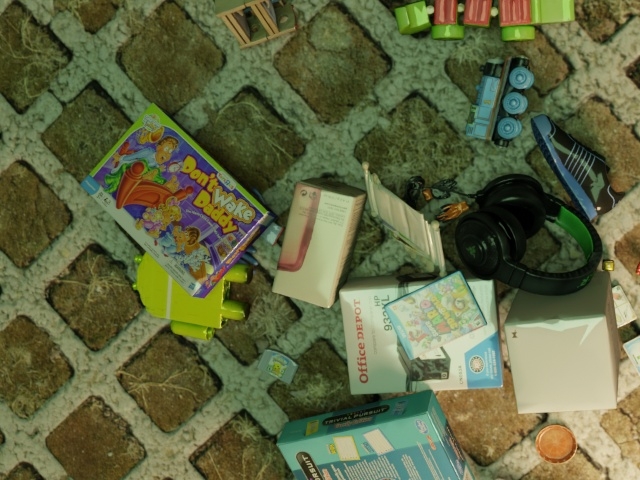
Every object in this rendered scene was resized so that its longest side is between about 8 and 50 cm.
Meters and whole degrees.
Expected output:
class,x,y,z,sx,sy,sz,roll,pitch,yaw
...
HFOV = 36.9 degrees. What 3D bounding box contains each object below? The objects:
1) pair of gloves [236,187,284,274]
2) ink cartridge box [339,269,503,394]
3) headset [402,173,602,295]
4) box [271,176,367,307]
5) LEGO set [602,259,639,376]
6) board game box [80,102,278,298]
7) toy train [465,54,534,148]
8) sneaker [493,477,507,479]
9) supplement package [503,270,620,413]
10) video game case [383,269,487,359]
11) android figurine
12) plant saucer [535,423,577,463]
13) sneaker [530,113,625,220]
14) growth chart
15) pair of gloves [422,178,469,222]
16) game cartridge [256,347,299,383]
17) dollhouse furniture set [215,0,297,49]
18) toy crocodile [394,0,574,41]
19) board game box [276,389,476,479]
class,x,y,z,sx,sy,sz,roll,pitch,yaw
pair of gloves,-0.173,-0.016,2.045,0.159,0.023,0.198,38,104,4
ink cartridge box,0.206,0.183,1.936,0.307,0.129,0.223,-5,97,13
headset,0.337,-0.013,1.846,0.394,0.243,0.185,28,134,14
box,0.000,0.000,1.945,0.127,0.148,0.232,16,100,10
LEGO set,0.653,0.125,1.873,0.182,0.060,0.244,-28,91,10
board game box,-0.294,-0.083,1.984,0.347,0.078,0.233,43,94,14
toy train,0.349,-0.274,1.871,0.105,0.080,0.184,15,101,16
sneaker,0.478,0.579,1.960,0.305,0.114,0.152,44,90,-1
supplement package,0.456,0.184,1.785,0.178,0.293,0.175,-7,101,20
video game case,0.221,0.144,1.853,0.166,0.015,0.119,-26,91,14
android figurine,-0.279,0.091,2.054,0.273,0.056,0.248,8,104,16
plant saucer,0.483,0.417,1.970,0.083,0.013,0.083,2,99,11
sneaker,0.498,-0.155,1.860,0.090,0.081,0.232,-31,92,3
growth chart,0.163,-0.035,1.884,0.021,0.172,0.237,-34,54,-19
pair of gloves,0.255,-0.080,1.950,0.074,0.010,0.083,-26,93,11
game cartridge,-0.091,0.268,2.070,0.083,0.017,0.056,25,98,7
dollhouse furniture set,-0.138,-0.513,1.936,0.129,0.129,0.183,-16,65,13
toy crocodile,0.313,-0.441,1.840,0.341,0.105,0.115,2,98,11
board game box,0.117,0.457,1.958,0.336,0.079,0.253,-17,112,23
